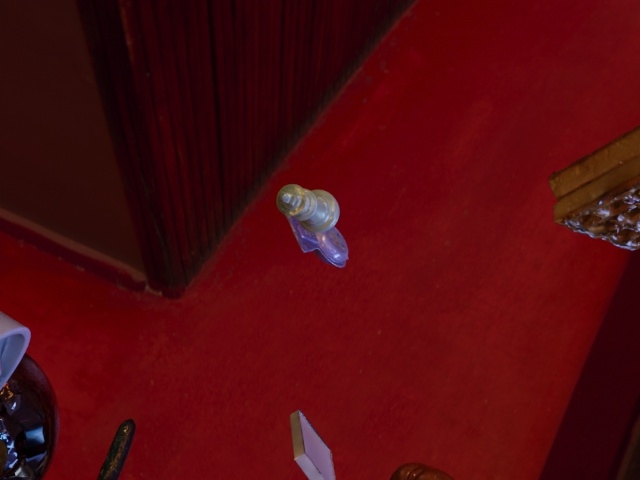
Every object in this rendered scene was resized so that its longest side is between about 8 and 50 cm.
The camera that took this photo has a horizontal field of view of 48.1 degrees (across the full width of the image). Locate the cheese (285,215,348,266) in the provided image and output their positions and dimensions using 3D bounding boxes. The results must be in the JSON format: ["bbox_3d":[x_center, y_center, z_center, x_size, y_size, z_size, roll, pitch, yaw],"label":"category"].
[{"bbox_3d":[0.000,0.000,1.323,0.042,0.191,0.105,-34,65,21],"label":"cheese"}]

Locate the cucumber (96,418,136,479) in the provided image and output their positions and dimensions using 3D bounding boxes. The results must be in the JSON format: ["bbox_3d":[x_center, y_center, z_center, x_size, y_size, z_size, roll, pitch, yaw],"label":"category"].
[{"bbox_3d":[-0.306,0.323,1.078,0.032,0.032,0.133,8,37,0],"label":"cucumber"}]

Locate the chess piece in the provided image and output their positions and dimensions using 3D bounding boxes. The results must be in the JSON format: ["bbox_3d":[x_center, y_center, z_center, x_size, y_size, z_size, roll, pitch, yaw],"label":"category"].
[{"bbox_3d":[-0.023,-0.046,0.905,0.059,0.149,0.059,-2,82,18],"label":"chess piece"}]

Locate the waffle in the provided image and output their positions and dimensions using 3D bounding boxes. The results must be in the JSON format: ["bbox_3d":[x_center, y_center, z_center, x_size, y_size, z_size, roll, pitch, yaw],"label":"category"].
[{"bbox_3d":[0.502,-0.092,1.002,0.213,0.308,0.091,16,60,-31],"label":"waffle"}]

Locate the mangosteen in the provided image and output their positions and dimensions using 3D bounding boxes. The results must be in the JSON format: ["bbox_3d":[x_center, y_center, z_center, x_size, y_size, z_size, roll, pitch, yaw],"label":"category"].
[{"bbox_3d":[-0.517,0.285,1.027,0.293,0.297,0.297,11,51,41],"label":"mangosteen"}]

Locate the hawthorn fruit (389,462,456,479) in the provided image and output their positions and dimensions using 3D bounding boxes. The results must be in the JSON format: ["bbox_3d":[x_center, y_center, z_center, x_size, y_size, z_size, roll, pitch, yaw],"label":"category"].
[{"bbox_3d":[0.128,0.351,0.913,0.125,0.140,0.125,-10,53,14],"label":"hawthorn fruit"}]

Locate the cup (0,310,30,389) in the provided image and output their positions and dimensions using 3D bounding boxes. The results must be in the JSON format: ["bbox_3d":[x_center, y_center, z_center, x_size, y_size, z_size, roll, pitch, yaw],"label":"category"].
[{"bbox_3d":[-0.349,0.089,0.461,0.226,0.185,0.241,40,85,-2],"label":"cup"}]

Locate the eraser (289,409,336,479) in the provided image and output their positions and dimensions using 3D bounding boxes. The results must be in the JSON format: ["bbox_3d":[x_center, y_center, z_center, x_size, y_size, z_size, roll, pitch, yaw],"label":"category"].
[{"bbox_3d":[-0.011,0.356,1.185,0.023,0.150,0.103,-34,104,3],"label":"eraser"}]
